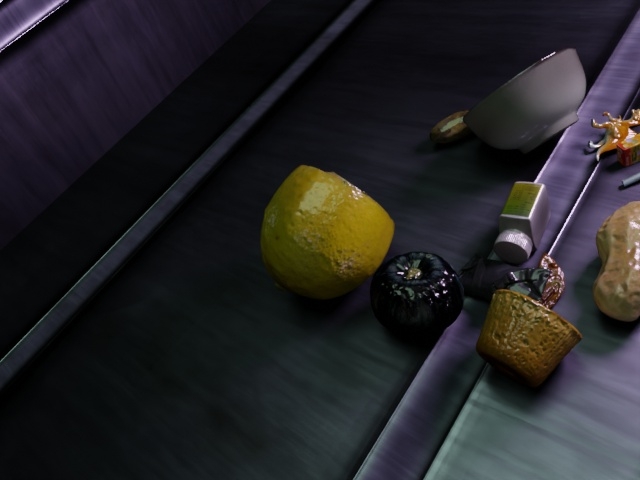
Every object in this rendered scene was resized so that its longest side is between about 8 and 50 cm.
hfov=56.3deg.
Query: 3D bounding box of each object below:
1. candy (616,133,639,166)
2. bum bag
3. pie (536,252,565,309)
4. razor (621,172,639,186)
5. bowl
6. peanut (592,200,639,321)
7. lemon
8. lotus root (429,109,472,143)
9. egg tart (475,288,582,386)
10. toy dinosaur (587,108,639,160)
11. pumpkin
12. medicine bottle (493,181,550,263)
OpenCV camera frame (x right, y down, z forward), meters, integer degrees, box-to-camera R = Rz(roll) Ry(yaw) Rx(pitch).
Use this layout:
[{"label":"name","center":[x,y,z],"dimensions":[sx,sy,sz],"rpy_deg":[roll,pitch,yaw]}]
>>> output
[{"label":"candy","center":[0.857,-0.252,1.596],"dimensions":[0.122,0.062,0.038],"rpy_deg":[-24,40,5]},{"label":"bum bag","center":[0.434,0.096,1.452],"dimensions":[0.123,0.060,0.248],"rpy_deg":[-52,25,-16]},{"label":"pie","center":[0.521,0.124,1.422],"dimensions":[0.088,0.033,0.191],"rpy_deg":[31,74,32]},{"label":"razor","center":[0.882,-0.190,1.541],"dimensions":[0.211,0.036,0.084],"rpy_deg":[-21,40,7]},{"label":"bowl","center":[0.607,-0.370,1.704],"dimensions":[0.354,0.354,0.185],"rpy_deg":[-31,85,-4]},{"label":"peanut","center":[0.693,0.043,1.338],"dimensions":[0.149,0.149,0.313],"rpy_deg":[3,57,30]},{"label":"lemon","center":[0.000,0.000,1.607],"dimensions":[0.364,0.364,0.364],"rpy_deg":[-15,43,14]},{"label":"lotus root","center":[0.434,-0.361,1.915],"dimensions":[0.179,0.080,0.089],"rpy_deg":[-26,20,8]},{"label":"egg tart","center":[0.430,0.216,1.282],"dimensions":[0.203,0.202,0.147],"rpy_deg":[26,78,42]},{"label":"toy dinosaur","center":[0.825,-0.285,1.668],"dimensions":[0.142,0.057,0.212],"rpy_deg":[7,62,9]},{"label":"pumpkin","center":[0.234,0.132,1.467],"dimensions":[0.233,0.163,0.233],"rpy_deg":[-9,38,7]},{"label":"medicine bottle","center":[0.511,-0.040,1.514],"dimensions":[0.088,0.132,0.188],"rpy_deg":[10,55,35]}]
